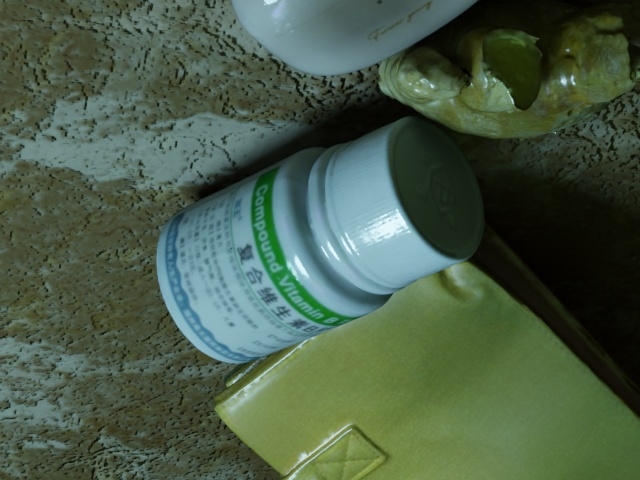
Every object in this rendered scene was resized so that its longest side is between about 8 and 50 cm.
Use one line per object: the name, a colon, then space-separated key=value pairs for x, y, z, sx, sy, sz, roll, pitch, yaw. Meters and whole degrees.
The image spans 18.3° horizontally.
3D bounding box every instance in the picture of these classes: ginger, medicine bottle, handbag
ginger: x=0.151 y=-0.127 z=1.439 sx=0.216 sy=0.102 sz=0.157 roll=-5 pitch=174 yaw=-11
medicine bottle: x=0.000 y=0.000 z=1.511 sx=0.237 sy=0.139 sz=0.139 roll=-22 pitch=141 yaw=36
handbag: x=0.132 y=0.182 z=1.677 sx=0.283 sy=0.133 sz=0.401 roll=-41 pitch=109 yaw=14

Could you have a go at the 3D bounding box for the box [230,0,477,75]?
box: x=0.034 y=-0.194 z=1.360 sx=0.200 sy=0.088 sz=0.146 roll=-30 pitch=138 yaw=22
